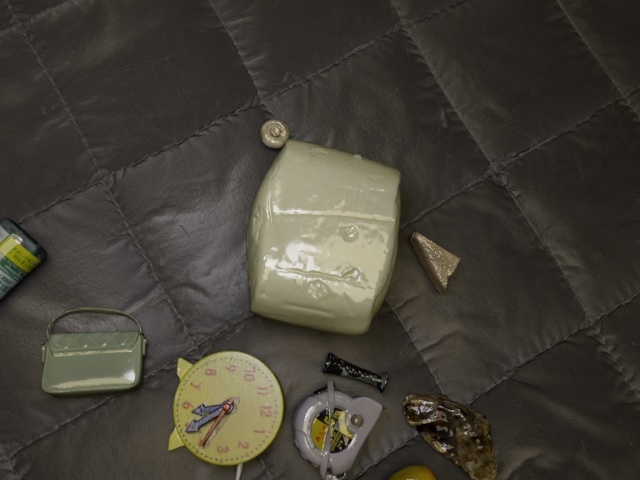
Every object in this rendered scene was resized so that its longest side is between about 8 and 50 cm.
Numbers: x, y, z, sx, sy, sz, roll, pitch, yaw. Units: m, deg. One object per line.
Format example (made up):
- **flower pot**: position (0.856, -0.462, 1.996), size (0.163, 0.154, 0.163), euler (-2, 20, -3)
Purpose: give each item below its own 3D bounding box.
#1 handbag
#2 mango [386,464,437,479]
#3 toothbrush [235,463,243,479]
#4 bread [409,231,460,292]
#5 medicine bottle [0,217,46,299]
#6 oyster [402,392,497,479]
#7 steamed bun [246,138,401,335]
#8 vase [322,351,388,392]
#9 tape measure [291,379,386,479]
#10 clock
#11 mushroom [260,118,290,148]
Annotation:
- **handbag**: position (-0.565, 0.275, 1.582), size (0.256, 0.079, 0.219), euler (-1, 68, -8)
- **mango**: position (0.213, 0.652, 1.601), size (0.194, 0.092, 0.130), euler (-23, 85, -7)
- **toothbrush**: position (-0.196, 0.524, 1.601), size (0.025, 0.030, 0.343), euler (10, 78, -6)
- **bread**: position (0.296, 0.059, 1.734), size (0.152, 0.077, 0.105), euler (31, 76, 0)
- **medicine bottle**: position (-0.829, 0.090, 1.544), size (0.141, 0.141, 0.293), euler (44, 77, 2)
- **oyster**: position (0.344, 0.507, 1.652), size (0.294, 0.094, 0.166), euler (26, 85, 4)
- **steamed bun**: position (0.000, 0.000, 1.601), size (0.371, 0.290, 0.456), euler (13, 75, 1)
- **vase**: position (0.094, 0.348, 1.660), size (0.166, 0.059, 0.059), euler (20, 77, -4)
- **tape measure**: position (0.027, 0.472, 1.595), size (0.197, 0.120, 0.236), euler (34, 72, -6)
- **clock**: position (-0.234, 0.415, 1.575), size (0.293, 0.071, 0.277), euler (-3, 76, -1)
- **mushroom**: position (-0.126, -0.295, 1.750), size (0.083, 0.067, 0.084), euler (1, 84, -13)
